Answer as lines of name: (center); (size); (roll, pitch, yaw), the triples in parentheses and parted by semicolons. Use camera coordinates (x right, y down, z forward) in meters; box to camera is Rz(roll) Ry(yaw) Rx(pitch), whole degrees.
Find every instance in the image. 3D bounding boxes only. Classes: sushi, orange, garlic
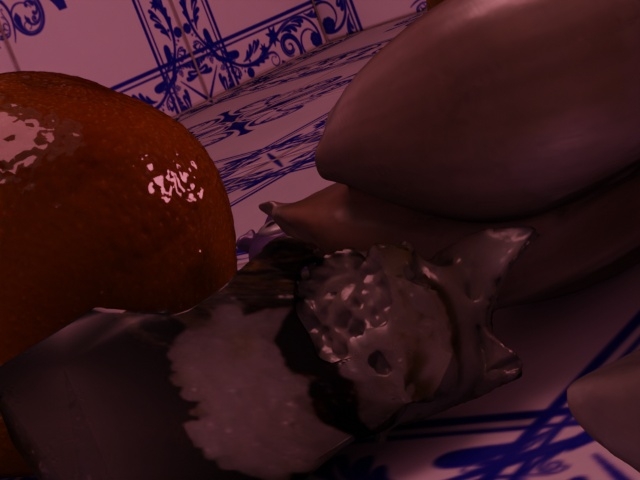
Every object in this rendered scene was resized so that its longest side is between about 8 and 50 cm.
sushi: (-0.014, 0.067, 0.728); (0.273, 0.134, 0.109); (-29, -16, -6)
orange: (-0.181, 0.024, 0.876); (0.264, 0.264, 0.264); (-20, 11, 4)
garlic: (0.136, -0.052, 0.780); (0.325, 0.132, 0.279); (-19, -30, -10)

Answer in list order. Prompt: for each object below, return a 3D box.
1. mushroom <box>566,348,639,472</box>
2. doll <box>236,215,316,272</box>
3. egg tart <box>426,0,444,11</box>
mushroom: (0.208, 0.061, 0.308); (0.177, 0.126, 0.397); (-32, 13, -5)
doll: (0.000, 0.000, 1.112); (0.110, 0.067, 0.206); (5, 14, 21)
egg tart: (0.249, -0.305, 1.496); (0.339, 0.153, 0.351); (-32, -34, 9)
